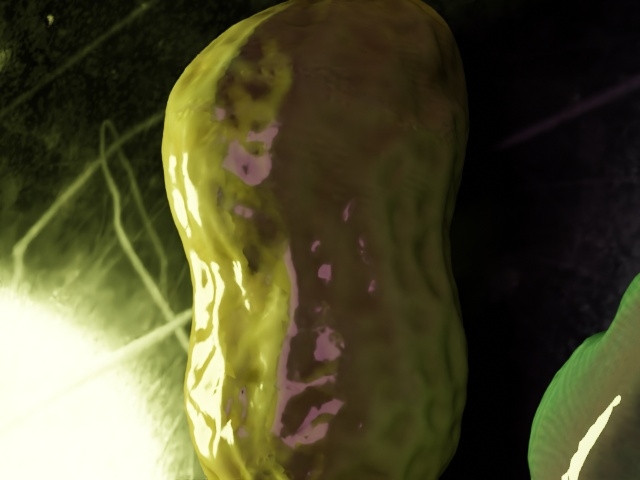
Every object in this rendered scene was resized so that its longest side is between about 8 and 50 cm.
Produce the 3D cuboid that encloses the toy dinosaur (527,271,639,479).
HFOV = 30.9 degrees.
[{"bbox_3d":[0.113,0.025,0.362,0.383,0.331,0.129,-48,51,5],"label":"toy dinosaur"}]

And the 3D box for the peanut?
[{"bbox_3d":[-0.007,-0.005,0.565,0.143,0.159,0.291,-26,55,52],"label":"peanut"}]
